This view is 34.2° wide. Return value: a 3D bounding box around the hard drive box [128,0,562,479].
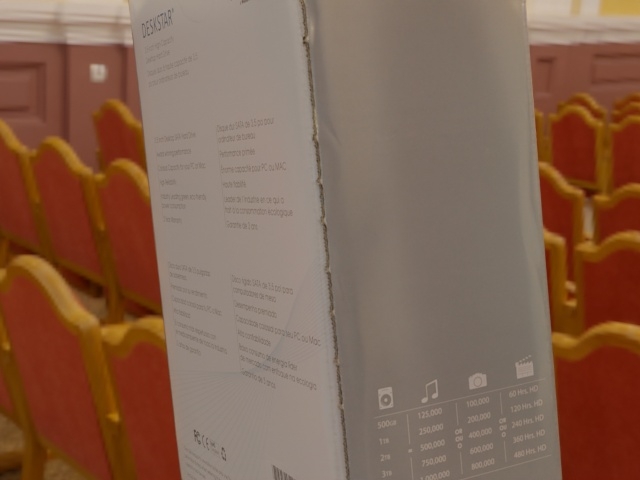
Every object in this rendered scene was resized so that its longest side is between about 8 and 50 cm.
[{"bbox_3d":[0.000,0.000,0.411,0.089,0.232,0.181,-8,6,-26],"label":"hard drive box"}]
